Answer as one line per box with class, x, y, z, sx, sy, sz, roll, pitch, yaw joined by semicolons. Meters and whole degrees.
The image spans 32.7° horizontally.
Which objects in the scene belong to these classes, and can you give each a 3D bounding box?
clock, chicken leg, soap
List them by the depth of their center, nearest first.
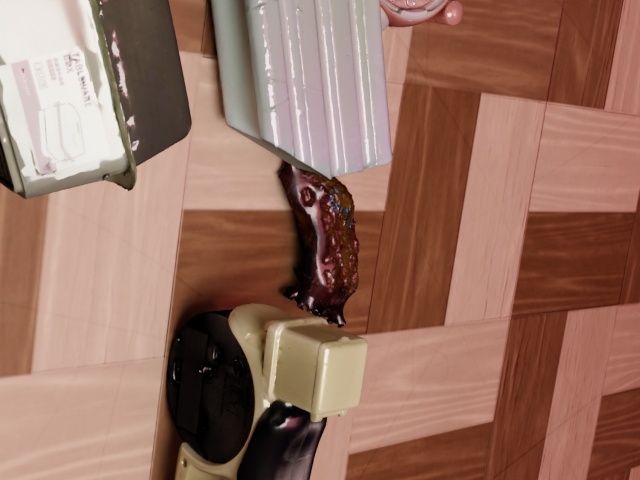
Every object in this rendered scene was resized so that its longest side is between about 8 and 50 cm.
clock;-0.071;0.258;1.153;0.120;0.276;0.379;-4;102;-44
soap;-0.021;-0.212;1.162;0.173;0.095;0.289;-17;109;-36
clock;0.084;-0.323;1.273;0.162;0.093;0.166;-8;108;-35
chicken leg;0.000;0.000;1.297;0.105;0.063;0.234;-20;114;-45

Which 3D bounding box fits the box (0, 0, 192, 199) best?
box;-0.229;-0.190;0.889;0.166;0.220;0.290;-23;119;-26
